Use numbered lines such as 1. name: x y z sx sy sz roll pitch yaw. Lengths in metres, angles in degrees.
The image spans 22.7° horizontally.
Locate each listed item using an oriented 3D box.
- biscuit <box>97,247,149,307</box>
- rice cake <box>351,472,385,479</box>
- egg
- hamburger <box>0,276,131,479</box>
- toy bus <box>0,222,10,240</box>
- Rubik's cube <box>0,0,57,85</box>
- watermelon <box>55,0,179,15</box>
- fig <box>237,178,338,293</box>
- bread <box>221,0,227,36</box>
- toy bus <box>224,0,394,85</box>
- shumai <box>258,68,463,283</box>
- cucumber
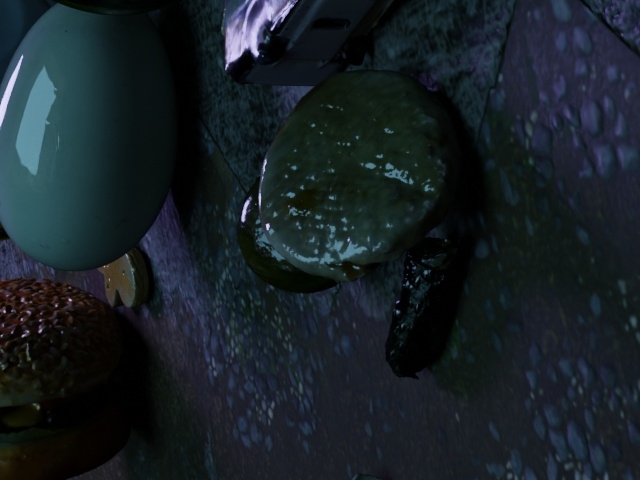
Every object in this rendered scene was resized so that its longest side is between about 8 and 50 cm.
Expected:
1. biscuit: -0.289 0.017 2.237 0.234 0.030 0.153 42 137 53
2. rice cake: 0.017 0.316 1.666 0.256 0.057 0.052 116 154 -53
3. egg: -0.285 -0.128 1.929 0.230 0.230 0.371 54 140 43
4. hamburger: -0.434 0.197 2.278 0.330 0.330 0.250 27 129 60
5. toy bus: -0.485 -0.110 2.478 0.330 0.144 0.152 135 121 -63
6. Rubik's cube: -0.524 -0.344 2.217 0.347 0.352 0.352 38 131 55
7. watermelon: -0.210 -0.367 1.629 0.285 0.285 0.285 37 133 56
8. fig: 0.000 0.000 1.529 0.177 0.117 0.117 15 115 45
9. bread: -0.053 -0.251 1.633 0.084 0.080 0.109 107 179 -46
10. toy bus: 0.006 -0.244 1.408 0.317 0.112 0.138 139 128 -61
11. shumai: 0.042 -0.041 1.388 0.120 0.201 0.201 42 -165 -53
12. cucumber: 0.090 0.062 1.415 0.181 0.053 0.053 99 149 -42
